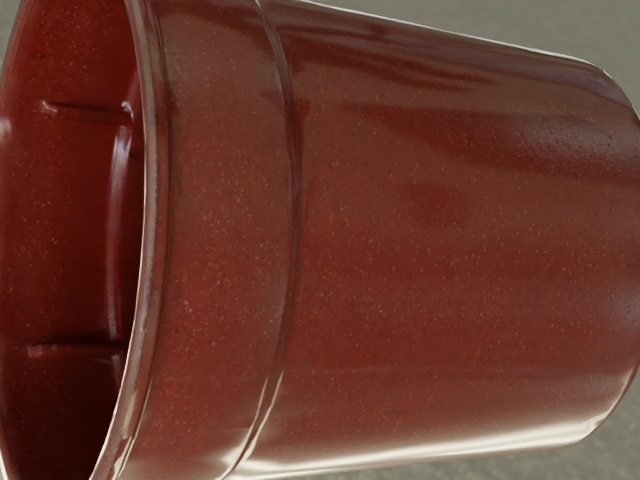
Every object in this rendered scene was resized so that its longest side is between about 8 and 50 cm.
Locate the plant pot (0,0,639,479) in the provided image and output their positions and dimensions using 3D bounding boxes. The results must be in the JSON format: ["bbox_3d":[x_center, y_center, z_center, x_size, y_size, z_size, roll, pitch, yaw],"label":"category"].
[{"bbox_3d":[0.000,0.000,0.833,0.265,0.272,0.272,3,-139,-24],"label":"plant pot"}]
